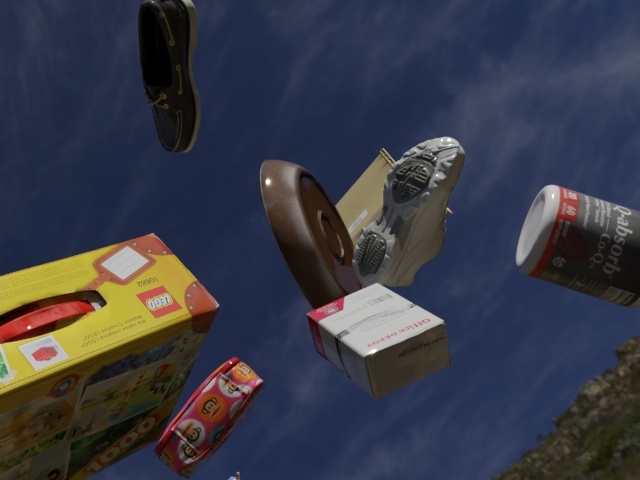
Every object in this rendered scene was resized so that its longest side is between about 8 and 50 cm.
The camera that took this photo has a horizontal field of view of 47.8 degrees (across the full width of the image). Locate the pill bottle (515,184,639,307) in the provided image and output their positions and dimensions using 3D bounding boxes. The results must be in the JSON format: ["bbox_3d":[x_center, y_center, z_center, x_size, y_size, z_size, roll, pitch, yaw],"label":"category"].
[{"bbox_3d":[0.635,0.026,1.581,0.363,0.210,0.210,18,-70,4],"label":"pill bottle"}]

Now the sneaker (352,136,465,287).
[{"bbox_3d":[0.138,-0.035,1.003,0.115,0.090,0.232,13,-66,-42],"label":"sneaker"}]

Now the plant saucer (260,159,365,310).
[{"bbox_3d":[0.000,0.000,1.174,0.050,0.310,0.310,-25,-53,15],"label":"plant saucer"}]

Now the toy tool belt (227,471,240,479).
[{"bbox_3d":[-0.191,0.521,1.499,0.083,0.052,0.051,-37,-41,-63],"label":"toy tool belt"}]

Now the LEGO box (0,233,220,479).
[{"bbox_3d":[-0.445,0.235,1.089,0.500,0.193,0.372,-21,-33,-47],"label":"LEGO box"}]

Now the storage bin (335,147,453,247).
[{"bbox_3d":[0.111,-0.025,1.466,0.123,0.260,0.262,38,-78,-19],"label":"storage bin"}]

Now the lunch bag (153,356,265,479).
[{"bbox_3d":[-0.255,0.430,1.727,0.293,0.120,0.258,-48,-12,-17],"label":"lunch bag"}]

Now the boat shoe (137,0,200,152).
[{"bbox_3d":[-0.219,-0.227,1.014,0.069,0.081,0.227,-30,-49,-47],"label":"boat shoe"}]

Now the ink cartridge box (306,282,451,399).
[{"bbox_3d":[0.068,0.117,0.864,0.109,0.150,0.063,-20,-67,-21],"label":"ink cartridge box"}]
